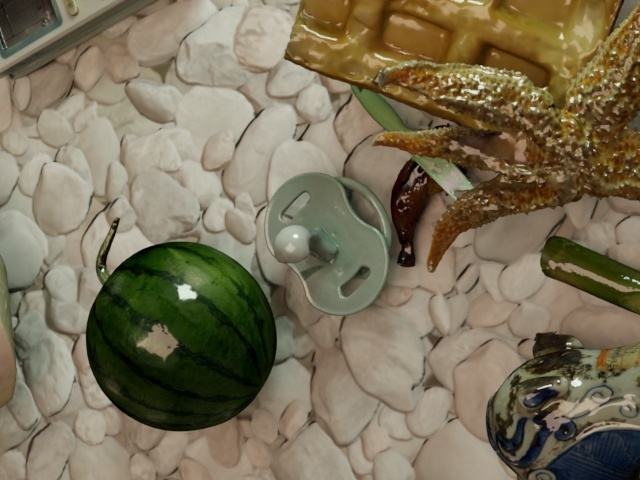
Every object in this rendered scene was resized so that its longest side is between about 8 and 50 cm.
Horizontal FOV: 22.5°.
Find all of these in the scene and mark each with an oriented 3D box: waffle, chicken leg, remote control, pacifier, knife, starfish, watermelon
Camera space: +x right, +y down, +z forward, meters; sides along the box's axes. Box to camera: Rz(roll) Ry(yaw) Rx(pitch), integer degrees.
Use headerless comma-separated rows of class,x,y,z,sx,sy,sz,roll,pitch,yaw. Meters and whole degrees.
waffle,0.142,-0.265,1.415,0.304,0.077,0.348,21,115,6
chicken leg,0.098,-0.046,1.547,0.062,0.037,0.145,33,105,9
remote control,-0.249,-0.275,1.699,0.277,0.055,0.103,-25,81,26
pacifier,0.000,0.000,1.550,0.127,0.116,0.150,-38,75,23
knife,0.088,-0.096,1.527,0.030,0.014,0.207,-51,54,14
starfish,0.179,-0.097,1.389,0.293,0.084,0.301,-6,114,15
watermelon,-0.148,0.089,1.590,0.214,0.188,0.188,30,106,12

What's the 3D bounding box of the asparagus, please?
asparagus,0.282,0.046,1.445,0.178,0.045,0.041,24,75,20

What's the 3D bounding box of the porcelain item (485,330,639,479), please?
porcelain item,0.287,0.166,1.399,0.288,0.138,0.186,-16,106,25

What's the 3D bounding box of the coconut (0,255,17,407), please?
coconut,-0.470,0.090,1.705,0.297,0.309,0.297,28,135,31
